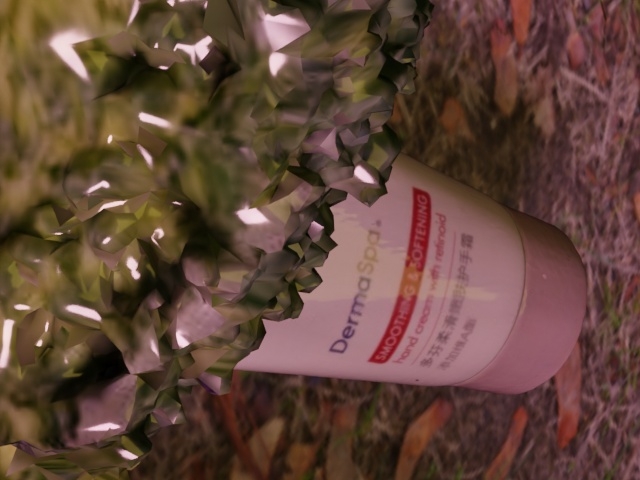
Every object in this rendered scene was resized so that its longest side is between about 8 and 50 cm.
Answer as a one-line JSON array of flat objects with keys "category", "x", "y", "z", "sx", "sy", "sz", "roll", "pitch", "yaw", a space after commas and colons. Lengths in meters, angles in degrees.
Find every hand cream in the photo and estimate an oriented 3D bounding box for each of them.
[{"category": "hand cream", "x": 0.000, "y": 0.000, "z": 0.716, "sx": 0.248, "sy": 0.083, "sz": 0.133, "roll": 14, "pitch": 84, "yaw": -39}]

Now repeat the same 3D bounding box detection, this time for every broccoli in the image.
[{"category": "broccoli", "x": -0.109, "y": -0.096, "z": 0.479, "sx": 0.249, "sy": 0.302, "sz": 0.375, "roll": -62, "pitch": 168, "yaw": -51}]
